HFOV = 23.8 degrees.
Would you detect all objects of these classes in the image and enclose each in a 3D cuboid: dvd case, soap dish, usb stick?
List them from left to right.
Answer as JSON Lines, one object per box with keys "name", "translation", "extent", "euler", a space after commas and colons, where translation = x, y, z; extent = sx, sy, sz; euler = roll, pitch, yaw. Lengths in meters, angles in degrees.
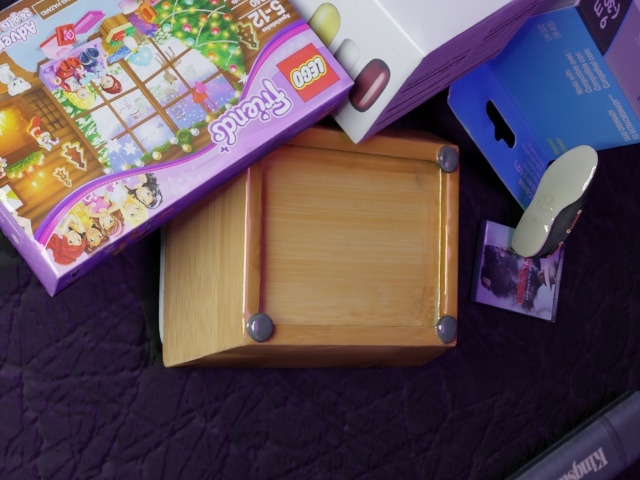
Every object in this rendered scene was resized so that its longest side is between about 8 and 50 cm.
{"name": "soap dish", "translation": [0.000, 0.000, 1.349], "extent": [0.291, 0.118, 0.229], "euler": [4, 87, -38]}
{"name": "dvd case", "translation": [0.206, 0.033, 1.581], "extent": [0.119, 0.013, 0.087], "euler": [16, 79, -38]}
{"name": "usb stick", "translation": [0.263, 0.244, 1.601], "extent": [0.278, 0.045, 0.077], "euler": [-27, 107, -36]}

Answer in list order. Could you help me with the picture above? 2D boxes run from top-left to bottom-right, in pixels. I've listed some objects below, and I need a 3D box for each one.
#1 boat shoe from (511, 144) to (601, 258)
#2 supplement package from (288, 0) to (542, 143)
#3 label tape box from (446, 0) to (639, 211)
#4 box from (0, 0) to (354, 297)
{"name": "boat shoe", "translation": [0.245, -0.039, 1.548], "extent": [0.042, 0.049, 0.133], "euler": [8, 119, -48]}
{"name": "supplement package", "translation": [0.041, -0.256, 1.305], "extent": [0.204, 0.145, 0.262], "euler": [-35, 81, -35]}
{"name": "label tape box", "translation": [0.274, -0.220, 1.526], "extent": [0.249, 0.115, 0.347], "euler": [46, 64, -51]}
{"name": "box", "translation": [-0.147, -0.118, 1.188], "extent": [0.293, 0.057, 0.201], "euler": [-36, 84, -23]}
